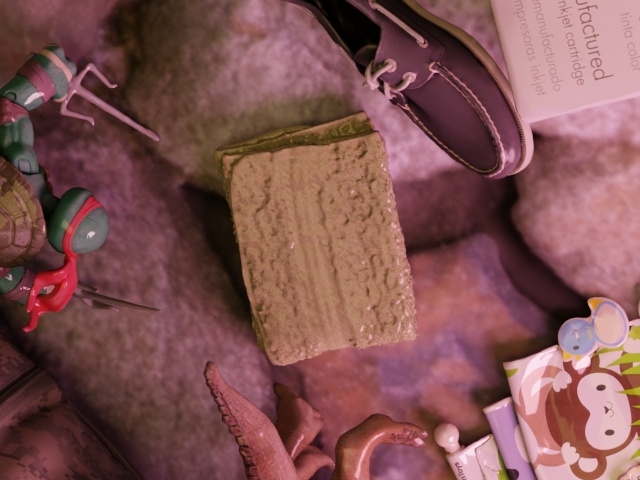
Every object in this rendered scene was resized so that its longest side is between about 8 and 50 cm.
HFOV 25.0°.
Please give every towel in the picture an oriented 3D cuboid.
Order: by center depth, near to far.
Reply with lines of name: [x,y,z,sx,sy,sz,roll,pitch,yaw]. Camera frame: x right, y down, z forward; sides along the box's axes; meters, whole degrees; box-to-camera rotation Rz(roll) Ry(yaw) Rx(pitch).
towel: [0.000,0.000,0.896,0.110,0.027,0.148,-11,99,13]

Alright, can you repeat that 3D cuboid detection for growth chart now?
growth chart: [0.190,0.120,0.890,0.237,0.021,0.172,-31,94,16]

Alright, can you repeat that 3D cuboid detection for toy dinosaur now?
toy dinosaur: [-0.023,0.206,0.846,0.127,0.200,0.295,23,150,28]

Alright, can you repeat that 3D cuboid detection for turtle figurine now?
turtle figurine: [-0.200,-0.038,0.887,0.234,0.118,0.175,21,106,12]

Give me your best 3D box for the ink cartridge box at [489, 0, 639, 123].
ink cartridge box: [0.255,-0.205,0.749,0.353,0.119,0.207,-14,99,13]

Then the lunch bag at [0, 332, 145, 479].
lunch bag: [-0.253,0.225,0.901,0.256,0.212,0.305,42,107,2]

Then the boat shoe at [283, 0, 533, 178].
boat shoe: [0.035,-0.105,0.831,0.206,0.065,0.075,48,145,3]
